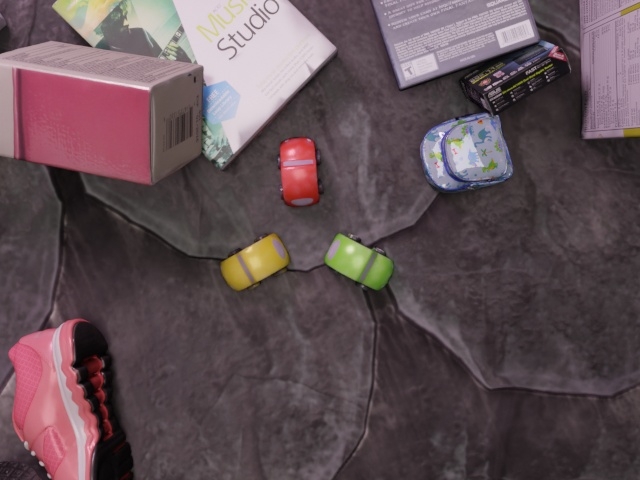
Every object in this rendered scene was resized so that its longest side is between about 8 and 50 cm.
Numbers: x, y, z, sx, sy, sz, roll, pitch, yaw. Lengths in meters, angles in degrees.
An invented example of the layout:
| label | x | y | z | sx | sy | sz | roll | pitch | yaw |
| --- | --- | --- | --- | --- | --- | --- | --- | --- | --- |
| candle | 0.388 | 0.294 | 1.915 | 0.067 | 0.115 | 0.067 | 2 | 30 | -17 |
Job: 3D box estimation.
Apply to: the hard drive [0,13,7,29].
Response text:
| label | x | y | z | sx | sy | sz | roll | pitch | yaw |
| --- | --- | --- | --- | --- | --- | --- | --- | --- | --- |
| hard drive | -0.546 | -0.417 | 1.055 | 0.040 | 0.210 | 0.318 | -36 | 92 | 2 |

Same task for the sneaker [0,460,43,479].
| label | x | y | z | sx | sy | sz | roll | pitch | yaw |
| --- | --- | --- | --- | --- | --- | --- | --- | --- | --- |
| sneaker | -0.475 | 0.398 | 1.143 | 0.286 | 0.109 | 0.130 | -24 | 104 | 23 |

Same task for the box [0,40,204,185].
| label | x | y | z | sx | sy | sz | roll | pitch | yaw |
| --- | --- | --- | --- | --- | --- | --- | --- | --- | --- |
| box | -0.283 | -0.167 | 1.059 | 0.233 | 0.148 | 0.126 | 12 | 115 | 15 |

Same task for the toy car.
| label | x | y | z | sx | sy | sz | roll | pitch | yaw |
| --- | --- | --- | --- | --- | --- | --- | --- | --- | --- |
| toy car | 0.000 | 0.000 | 1.151 | 0.225 | 0.053 | 0.239 | 27 | 93 | -1 |

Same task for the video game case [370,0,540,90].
| label | x | y | z | sx | sy | sz | roll | pitch | yaw |
| --- | --- | --- | --- | --- | --- | --- | --- | --- | --- |
| video game case | 0.156 | -0.361 | 1.109 | 0.196 | 0.026 | 0.274 | -18 | 89 | 6 |

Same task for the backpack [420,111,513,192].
| label | x | y | z | sx | sy | sz | roll | pitch | yaw |
| --- | --- | --- | --- | --- | --- | --- | --- | --- | --- |
| backpack | 0.195 | -0.118 | 1.130 | 0.114 | 0.084 | 0.104 | -14 | 90 | 4 |

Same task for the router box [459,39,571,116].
| label | x | y | z | sx | sy | sz | roll | pitch | yaw |
| --- | --- | --- | --- | --- | --- | --- | --- | --- | --- |
| router box | 0.260 | -0.223 | 1.118 | 0.123 | 0.092 | 0.038 | -30 | 116 | 1 |

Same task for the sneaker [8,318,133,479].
| label | x | y | z | sx | sy | sz | roll | pitch | yaw |
| --- | --- | --- | --- | --- | --- | --- | --- | --- | --- |
| sneaker | -0.354 | 0.269 | 1.155 | 0.136 | 0.116 | 0.313 | -9 | 89 | 14 |

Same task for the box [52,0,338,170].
| label | x | y | z | sx | sy | sz | roll | pitch | yaw |
| --- | --- | --- | --- | --- | --- | --- | --- | --- | --- |
| box | -0.169 | -0.287 | 1.137 | 0.322 | 0.058 | 0.232 | 44 | 92 | 0 |

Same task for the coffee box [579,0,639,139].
| label | x | y | z | sx | sy | sz | roll | pitch | yaw |
| --- | --- | --- | --- | --- | --- | --- | --- | --- | --- |
| coffee box | 0.523 | -0.297 | 0.993 | 0.338 | 0.334 | 0.338 | -3 | 96 | 0 |
